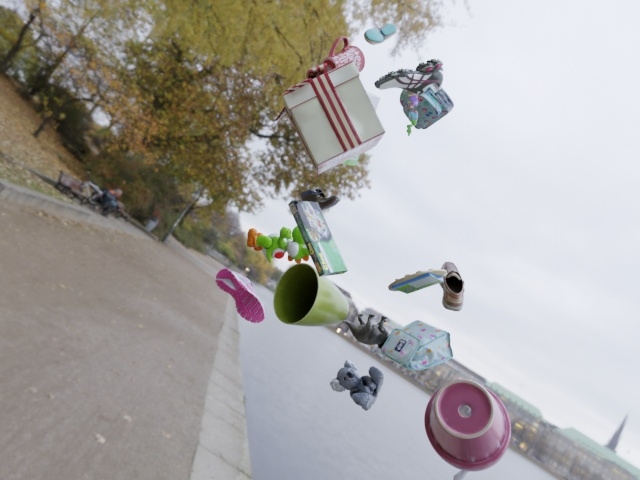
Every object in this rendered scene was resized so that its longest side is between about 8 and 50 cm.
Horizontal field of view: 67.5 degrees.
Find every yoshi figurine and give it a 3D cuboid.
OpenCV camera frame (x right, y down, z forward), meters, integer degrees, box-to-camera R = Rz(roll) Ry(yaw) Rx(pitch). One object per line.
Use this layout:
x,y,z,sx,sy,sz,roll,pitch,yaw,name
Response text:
-0.185,-0.013,2.482,0.362,0.204,0.203,8,-51,15,yoshi figurine

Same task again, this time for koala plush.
0.169,0.688,2.298,0.221,0.196,0.203,25,-29,23,koala plush

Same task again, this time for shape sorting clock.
0.332,0.135,1.644,0.206,0.206,0.040,50,26,-64,shape sorting clock

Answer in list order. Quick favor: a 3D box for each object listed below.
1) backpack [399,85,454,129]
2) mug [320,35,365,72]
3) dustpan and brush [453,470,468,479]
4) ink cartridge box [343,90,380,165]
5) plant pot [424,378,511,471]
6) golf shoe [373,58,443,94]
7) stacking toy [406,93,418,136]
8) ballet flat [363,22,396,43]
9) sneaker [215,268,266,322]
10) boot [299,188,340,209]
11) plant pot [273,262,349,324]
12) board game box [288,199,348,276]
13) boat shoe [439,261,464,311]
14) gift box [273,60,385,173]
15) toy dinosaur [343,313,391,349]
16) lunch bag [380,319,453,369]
0.547,-0.736,2.543,0.254,0.191,0.225,54,-37,-6,backpack
0.076,-0.727,1.938,0.150,0.169,0.113,56,-37,-3,mug
0.412,0.573,1.279,0.060,0.211,0.147,48,5,0,dustpan and brush
0.084,-0.447,1.803,0.114,0.273,0.198,1,29,-39,ink cartridge box
0.337,0.411,1.110,0.201,0.201,0.180,28,-21,33,plant pot
0.348,-0.613,1.856,0.105,0.272,0.120,-99,174,-64,golf shoe
0.453,-0.636,2.313,0.052,0.221,0.167,4,-5,5,stacking toy
0.260,-0.917,2.161,0.080,0.232,0.073,56,-37,0,ballet flat
-0.294,0.207,1.870,0.252,0.103,0.111,53,13,4,sneaker
-0.012,-0.167,1.898,0.219,0.082,0.106,-21,-94,49,boot
-0.013,0.276,2.163,0.293,0.275,0.274,27,-2,-42,plant pot
-0.007,-0.009,1.536,0.136,0.030,0.260,1,61,-56,board game box
0.643,0.198,2.311,0.123,0.324,0.117,4,-55,3,boat shoe
0.014,-0.362,1.423,0.255,0.276,0.258,161,-96,-85,gift box
0.243,0.442,2.309,0.313,0.160,0.121,15,-21,-7,toy dinosaur
0.433,0.489,2.194,0.223,0.262,0.160,16,-59,62,lunch bag
